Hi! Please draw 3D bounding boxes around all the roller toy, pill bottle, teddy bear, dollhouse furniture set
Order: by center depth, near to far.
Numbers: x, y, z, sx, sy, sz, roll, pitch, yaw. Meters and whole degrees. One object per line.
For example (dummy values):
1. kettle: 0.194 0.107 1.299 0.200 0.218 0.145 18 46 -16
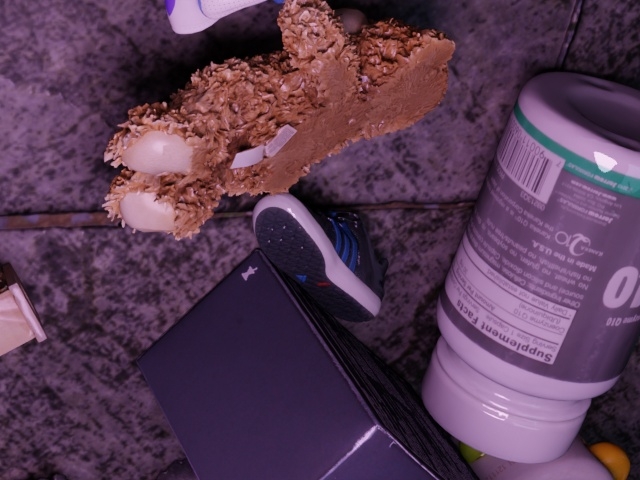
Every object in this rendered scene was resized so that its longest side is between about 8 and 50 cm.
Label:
1. teddy bear: -0.048 -0.118 1.463 0.338 0.113 0.245 -34 153 -8
2. dollhouse furniture set: -0.363 0.050 1.472 0.182 0.101 0.161 -28 106 -7
3. pill bottle: 0.238 0.031 1.679 0.204 0.204 0.361 3 121 -30
4. roller toy: 0.234 0.294 1.898 0.209 0.146 0.191 9 118 -33

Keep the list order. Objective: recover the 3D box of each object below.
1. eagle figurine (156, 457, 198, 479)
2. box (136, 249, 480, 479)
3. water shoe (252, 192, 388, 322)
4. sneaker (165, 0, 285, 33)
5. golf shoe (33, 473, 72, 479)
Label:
1. eagle figurine: -0.105 0.397 1.700 0.225 0.298 0.226 11 124 -4
2. box: 0.010 0.212 1.625 0.183 0.296 0.294 -42 130 4
3. water shoe: 0.000 0.000 1.623 0.203 0.073 0.080 52 47 -45
4. sneaker: -0.123 -0.270 1.323 0.323 0.130 0.236 -5 119 -32
5. golf shoe: -0.301 0.322 1.692 0.094 0.077 0.198 1 115 -16
